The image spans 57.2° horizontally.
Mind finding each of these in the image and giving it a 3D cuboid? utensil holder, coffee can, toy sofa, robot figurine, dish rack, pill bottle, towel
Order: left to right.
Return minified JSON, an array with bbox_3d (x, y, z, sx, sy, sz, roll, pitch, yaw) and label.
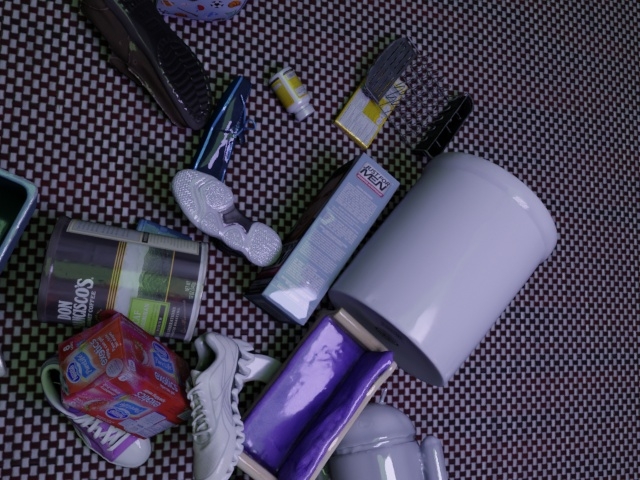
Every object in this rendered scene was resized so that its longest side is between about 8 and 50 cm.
[{"bbox_3d":[-0.371,0.076,1.125,0.275,0.201,0.202,11,81,-16],"label":"coffee can"},{"bbox_3d":[-0.337,0.003,1.243,0.119,0.029,0.067,23,78,-16],"label":"towel"},{"bbox_3d":[-0.064,-0.336,1.357,0.065,0.065,0.116,-36,97,-19],"label":"pill bottle"},{"bbox_3d":[-0.023,0.316,1.171,0.150,0.177,0.363,43,73,-12],"label":"toy sofa"},{"bbox_3d":[0.123,0.504,1.249,0.299,0.199,0.354,-17,71,18],"label":"robot figurine"},{"bbox_3d":[0.238,-0.357,1.444,0.271,0.074,0.208,46,70,-24],"label":"dish rack"},{"bbox_3d":[0.249,0.063,1.245,0.327,0.327,0.385,44,75,-11],"label":"utensil holder"}]

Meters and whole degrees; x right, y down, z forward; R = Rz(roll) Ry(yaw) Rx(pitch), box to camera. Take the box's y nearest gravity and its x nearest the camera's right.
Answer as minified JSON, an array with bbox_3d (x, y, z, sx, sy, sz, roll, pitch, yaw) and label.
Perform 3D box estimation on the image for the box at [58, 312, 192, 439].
[{"bbox_3d":[-0.344,0.256,1.076,0.128,0.257,0.123,-27,54,3],"label":"box"}]

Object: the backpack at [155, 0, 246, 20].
[{"bbox_3d":[-0.235,-0.590,1.227,0.263,0.276,0.213,-11,93,-27],"label":"backpack"}]

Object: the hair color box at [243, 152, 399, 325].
[{"bbox_3d":[0.000,0.000,1.282,0.113,0.185,0.375,39,73,-11],"label":"hair color box"}]

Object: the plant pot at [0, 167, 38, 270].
[{"bbox_3d":[-0.651,-0.018,1.012,0.247,0.252,0.248,26,76,-16],"label":"plant pot"}]

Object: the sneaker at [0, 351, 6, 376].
[{"bbox_3d":[-0.653,0.199,1.091,0.084,0.058,0.152,-27,90,-26],"label":"sneaker"}]

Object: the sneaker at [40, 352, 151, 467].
[{"bbox_3d":[-0.428,0.337,1.107,0.102,0.161,0.282,-45,101,-18],"label":"sneaker"}]

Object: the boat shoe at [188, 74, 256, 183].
[{"bbox_3d":[-0.207,-0.231,1.289,0.089,0.109,0.259,25,93,-23],"label":"boat shoe"}]

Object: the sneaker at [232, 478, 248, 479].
[{"bbox_3d":[-0.169,0.638,1.217,0.122,0.110,0.283,15,82,-36],"label":"sneaker"}]

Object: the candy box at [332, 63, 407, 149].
[{"bbox_3d":[0.124,-0.334,1.445,0.105,0.027,0.206,37,74,-13],"label":"candy box"}]

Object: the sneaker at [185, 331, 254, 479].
[{"bbox_3d":[-0.205,0.308,1.092,0.118,0.110,0.292,40,40,-42],"label":"sneaker"}]

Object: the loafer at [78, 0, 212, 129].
[{"bbox_3d":[-0.365,-0.390,1.240,0.366,0.130,0.134,58,36,-15],"label":"loafer"}]

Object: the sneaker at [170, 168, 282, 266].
[{"bbox_3d":[-0.212,-0.041,1.223,0.268,0.153,0.101,41,73,-22],"label":"sneaker"}]

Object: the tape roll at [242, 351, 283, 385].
[{"bbox_3d":[-0.152,0.351,1.253,0.219,0.072,0.220,2,85,-20],"label":"tape roll"}]
